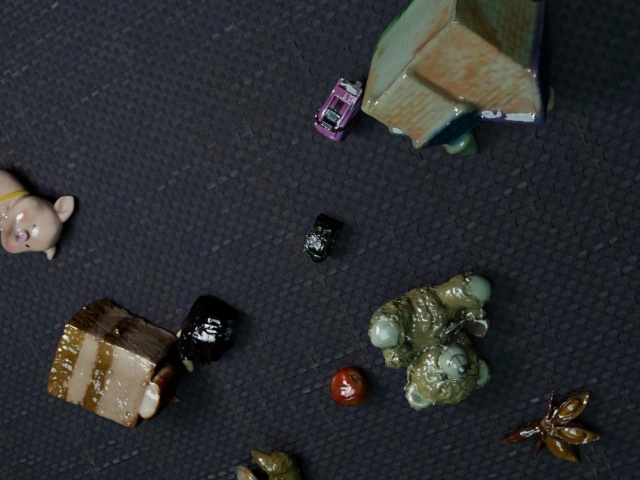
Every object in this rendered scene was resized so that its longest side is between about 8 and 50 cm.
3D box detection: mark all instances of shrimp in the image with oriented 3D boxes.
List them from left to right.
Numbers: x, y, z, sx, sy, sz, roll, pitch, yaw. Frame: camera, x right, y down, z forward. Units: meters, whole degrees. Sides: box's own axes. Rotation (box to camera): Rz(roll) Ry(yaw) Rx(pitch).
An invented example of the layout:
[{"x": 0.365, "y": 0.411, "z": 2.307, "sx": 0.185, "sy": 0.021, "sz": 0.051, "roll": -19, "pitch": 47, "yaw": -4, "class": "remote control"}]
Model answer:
[{"x": -0.145, "y": 0.609, "z": 2.085, "sx": 0.126, "sy": 0.047, "sz": 0.223, "roll": 19, "pitch": 131, "yaw": 55, "class": "shrimp"}]

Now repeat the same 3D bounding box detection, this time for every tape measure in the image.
[{"x": 0.042, "y": -0.257, "z": 1.768, "sx": 0.074, "sy": 0.118, "sz": 0.125, "roll": 34, "pitch": 94, "yaw": 7, "class": "tape measure"}]

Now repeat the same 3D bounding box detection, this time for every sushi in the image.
[{"x": 0.000, "y": 0.000, "z": 1.868, "sx": 0.056, "sy": 0.084, "sz": 0.083, "roll": 26, "pitch": 112, "yaw": 9, "class": "sushi"}]

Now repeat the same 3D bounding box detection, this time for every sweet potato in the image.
[{"x": -0.051, "y": 0.577, "z": 2.033, "sx": 0.310, "sy": 0.098, "sz": 0.124, "roll": 50, "pitch": 141, "yaw": -4, "class": "sweet potato"}]

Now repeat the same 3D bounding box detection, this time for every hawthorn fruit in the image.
[{"x": 0.062, "y": 0.312, "z": 1.943, "sx": 0.093, "sy": 0.093, "sz": 0.093, "roll": 4, "pitch": 106, "yaw": 15, "class": "hawthorn fruit"}]

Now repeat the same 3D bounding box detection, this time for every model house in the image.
[{"x": 0.273, "y": -0.304, "z": 1.646, "sx": 0.280, "sy": 0.245, "sz": 0.312, "roll": 27, "pitch": 142, "yaw": -20, "class": "model house"}]

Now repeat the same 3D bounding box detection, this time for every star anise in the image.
[{"x": 0.492, "y": 0.393, "z": 1.846, "sx": 0.157, "sy": 0.053, "sz": 0.212, "roll": 41, "pitch": 111, "yaw": 3, "class": "star anise"}]

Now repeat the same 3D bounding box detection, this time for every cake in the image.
[{"x": -0.432, "y": 0.279, "z": 2.022, "sx": 0.293, "sy": 0.199, "sz": 0.196, "roll": 22, "pitch": 105, "yaw": 5, "class": "cake"}]

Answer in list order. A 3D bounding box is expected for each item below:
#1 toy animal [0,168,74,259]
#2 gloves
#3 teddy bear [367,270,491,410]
[{"x": -0.695, "y": -0.064, "z": 2.030, "sx": 0.248, "sy": 0.149, "sz": 0.165, "roll": 32, "pitch": 125, "yaw": -2, "class": "toy animal"}, {"x": -0.264, "y": 0.221, "z": 1.996, "sx": 0.129, "sy": 0.106, "sz": 0.181, "roll": 26, "pitch": 107, "yaw": 6, "class": "gloves"}, {"x": 0.234, "y": 0.213, "z": 1.821, "sx": 0.267, "sy": 0.156, "sz": 0.256, "roll": -20, "pitch": 95, "yaw": -9, "class": "teddy bear"}]
